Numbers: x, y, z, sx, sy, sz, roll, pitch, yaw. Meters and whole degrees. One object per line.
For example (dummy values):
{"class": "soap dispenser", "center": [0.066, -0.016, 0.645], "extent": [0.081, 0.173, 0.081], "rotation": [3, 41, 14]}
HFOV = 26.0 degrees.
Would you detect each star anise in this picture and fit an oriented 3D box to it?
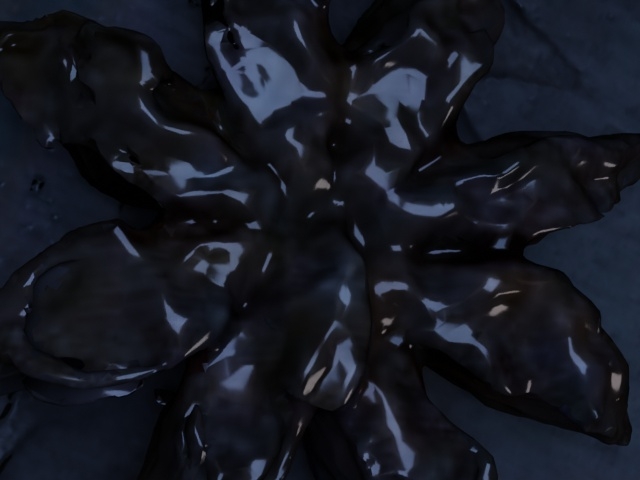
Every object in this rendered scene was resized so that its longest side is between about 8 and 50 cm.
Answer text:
{"class": "star anise", "center": [0.002, 0.000, 0.571], "extent": [0.331, 0.117, 0.332], "rotation": [0, 90, -11]}
